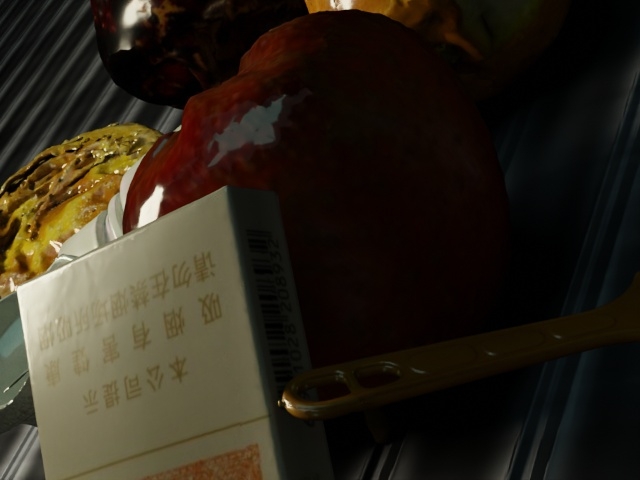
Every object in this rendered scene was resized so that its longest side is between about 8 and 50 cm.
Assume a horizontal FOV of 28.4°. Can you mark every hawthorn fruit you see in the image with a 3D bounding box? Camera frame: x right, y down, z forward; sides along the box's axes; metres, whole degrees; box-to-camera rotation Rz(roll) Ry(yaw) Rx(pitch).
[{"bbox_3d":[0.000,0.000,0.894,0.275,0.300,0.275,-20,0,0],"label":"hawthorn fruit"}]

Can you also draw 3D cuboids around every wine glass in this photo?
[{"bbox_3d":[-0.176,0.127,1.014,0.165,0.196,0.165,-34,30,23],"label":"wine glass"}]

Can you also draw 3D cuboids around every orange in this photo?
[{"bbox_3d":[0.099,-0.231,1.094,0.240,0.240,0.240,-34,28,21],"label":"orange"}]

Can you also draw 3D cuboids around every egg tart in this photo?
[{"bbox_3d":[-0.249,-0.012,1.413,0.297,0.132,0.297,-20,43,19],"label":"egg tart"}]

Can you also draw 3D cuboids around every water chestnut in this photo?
[{"bbox_3d":[-0.143,-0.256,1.460,0.289,0.289,0.244,-7,55,51],"label":"water chestnut"}]

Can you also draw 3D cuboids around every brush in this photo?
[{"bbox_3d":[0.128,0.053,0.697,0.314,0.017,0.090,-12,24,-11],"label":"brush"}]

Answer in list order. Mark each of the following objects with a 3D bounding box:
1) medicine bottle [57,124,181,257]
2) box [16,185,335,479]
[{"bbox_3d":[-0.084,-0.028,1.133,0.293,0.170,0.170,-37,28,17],"label":"medicine bottle"},{"bbox_3d":[-0.075,0.172,0.735,0.204,0.051,0.365,-23,73,37],"label":"box"}]
